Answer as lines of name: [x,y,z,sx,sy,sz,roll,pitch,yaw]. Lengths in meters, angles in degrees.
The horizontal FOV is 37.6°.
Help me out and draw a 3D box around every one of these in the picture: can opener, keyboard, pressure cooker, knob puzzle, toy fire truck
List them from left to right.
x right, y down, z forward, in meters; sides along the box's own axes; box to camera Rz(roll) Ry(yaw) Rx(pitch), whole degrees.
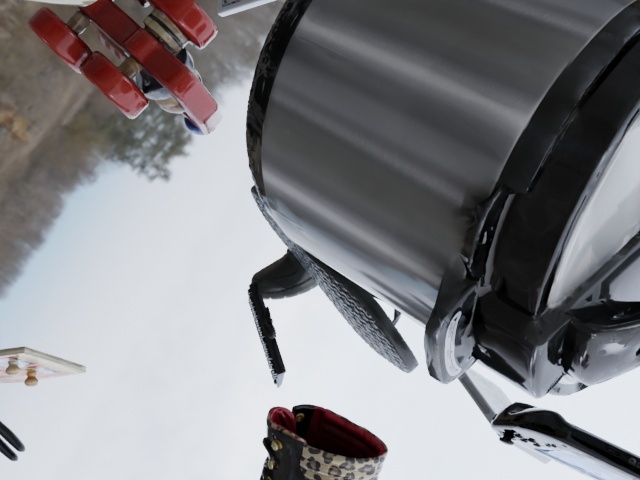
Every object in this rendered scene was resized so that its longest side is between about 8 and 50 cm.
can opener: [-0.640,0.352,1.803,0.059,0.186,0.073,-47,174,20]
knob puzzle: [-0.455,0.188,1.314,0.213,0.213,0.029,-27,-118,50]
toy fire truck: [-0.241,-0.257,1.329,0.169,0.302,0.254,-48,153,-2]
keyboard: [-0.098,0.163,1.670,0.023,0.180,0.108,-13,153,-16]
pressure cooker: [0.185,-0.069,0.834,0.420,0.376,0.369,31,-76,34]

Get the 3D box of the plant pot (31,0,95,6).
plant pot: [-0.330,-0.346,0.924,0.257,0.274,0.256,-23,-123,40]

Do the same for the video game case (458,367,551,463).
video game case: [0.346,0.328,1.813,0.023,0.212,0.193,-43,-133,10]

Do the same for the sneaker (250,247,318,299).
sneaker: [0.000,0.000,1.877,0.341,0.139,0.125,-28,-161,2]

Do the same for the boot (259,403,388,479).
boot: [-0.089,0.380,1.436,0.138,0.378,0.284,-44,151,-64]

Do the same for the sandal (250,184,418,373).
sandal: [0.038,0.033,1.602,0.107,0.445,0.167,-35,152,-9]

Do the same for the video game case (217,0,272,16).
video game case: [-0.128,-0.560,1.921,0.191,0.022,0.173,-8,-107,33]

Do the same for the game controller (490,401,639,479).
game controller: [0.387,0.302,1.254,0.067,0.319,0.166,-65,-172,-6]
